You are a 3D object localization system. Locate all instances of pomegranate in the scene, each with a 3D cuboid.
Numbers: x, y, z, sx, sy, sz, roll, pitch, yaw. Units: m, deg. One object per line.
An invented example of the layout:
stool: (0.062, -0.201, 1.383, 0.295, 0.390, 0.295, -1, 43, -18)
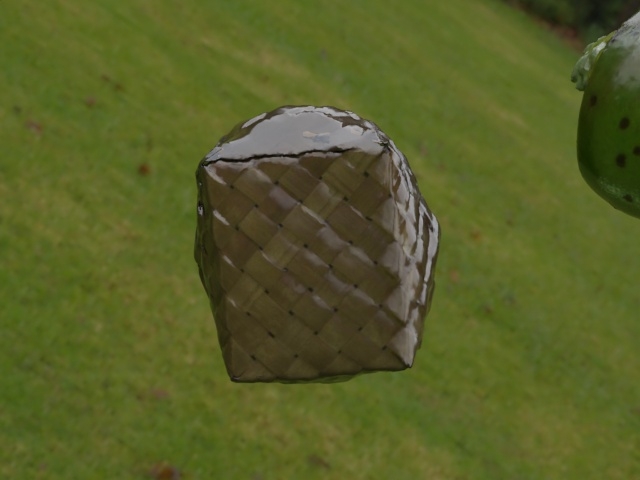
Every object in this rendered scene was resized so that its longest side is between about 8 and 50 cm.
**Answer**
pomegranate: (0.397, -0.109, 1.560, 0.260, 0.261, 0.340, -111, -179, -58)

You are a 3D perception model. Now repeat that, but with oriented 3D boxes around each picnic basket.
picnic basket: (0.000, 0.000, 1.763, 0.293, 0.337, 0.337, -5, 17, 9)
